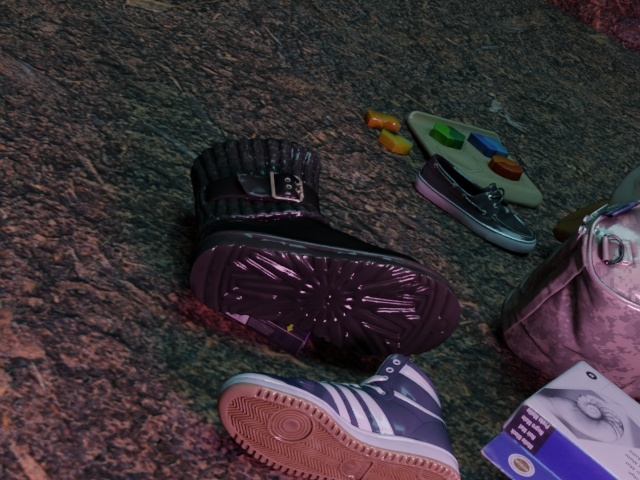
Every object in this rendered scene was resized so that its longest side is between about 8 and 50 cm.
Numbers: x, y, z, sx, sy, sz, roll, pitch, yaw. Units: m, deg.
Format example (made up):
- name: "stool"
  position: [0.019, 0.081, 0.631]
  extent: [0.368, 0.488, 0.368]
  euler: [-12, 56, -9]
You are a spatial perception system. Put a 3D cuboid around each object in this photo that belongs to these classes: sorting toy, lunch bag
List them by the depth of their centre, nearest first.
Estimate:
- name: "lunch bag"
  position: [0.404, 0.074, 1.444]
  extent: [0.256, 0.305, 0.213]
  euler: [3, 65, -15]
- name: "sorting toy"
  position: [0.239, -0.165, 1.970]
  extent: [0.307, 0.041, 0.229]
  euler: [12, 32, -24]

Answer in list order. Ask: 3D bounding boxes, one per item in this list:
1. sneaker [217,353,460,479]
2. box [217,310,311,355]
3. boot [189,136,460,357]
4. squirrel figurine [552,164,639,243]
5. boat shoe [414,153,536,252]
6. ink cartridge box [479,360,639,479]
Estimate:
- name: "sneaker"
  position: [0.020, 0.179, 1.185]
  extent: [0.282, 0.099, 0.153]
  euler: [25, 33, -17]
- name: "box"
  position: [-0.050, 0.070, 1.378]
  extent: [0.116, 0.029, 0.162]
  euler: [29, 28, 4]
- name: "boot"
  position: [0.000, -0.004, 1.372]
  extent: [0.348, 0.131, 0.260]
  euler: [17, 30, -13]
- name: "squirrel figurine"
  position: [0.636, 0.040, 1.697]
  extent: [0.370, 0.281, 0.397]
  euler: [47, -6, -16]
- name: "boat shoe"
  position: [0.264, -0.066, 1.797]
  extent: [0.228, 0.076, 0.080]
  euler: [36, 31, 17]
- name: "ink cartridge box"
  position: [0.309, 0.237, 1.142]
  extent: [0.223, 0.045, 0.224]
  euler: [39, 32, 21]
